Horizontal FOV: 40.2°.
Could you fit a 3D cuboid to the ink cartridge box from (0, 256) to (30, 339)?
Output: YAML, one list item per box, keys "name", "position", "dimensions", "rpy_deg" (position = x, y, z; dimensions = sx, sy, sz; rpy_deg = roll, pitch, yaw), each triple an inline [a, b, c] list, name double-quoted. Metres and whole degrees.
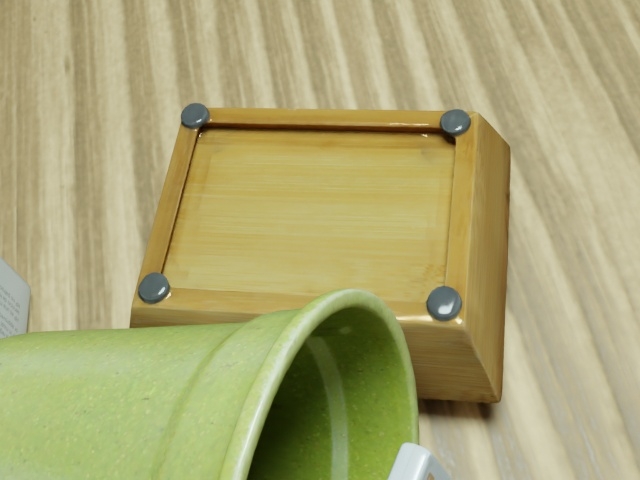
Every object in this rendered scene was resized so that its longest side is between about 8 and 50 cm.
- name: "ink cartridge box"
  position: [-0.336, 0.151, 0.557]
  dimensions: [0.166, 0.285, 0.395]
  rpy_deg: [-9, 58, 6]

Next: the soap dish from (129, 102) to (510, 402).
- name: "soap dish"
  position: [0.000, 0.000, 0.689]
  dimensions: [0.291, 0.118, 0.229]
  rpy_deg: [2, 60, 12]

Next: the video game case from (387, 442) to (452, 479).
- name: "video game case"
  position: [0.048, 0.238, 0.507]
  dimensions: [0.022, 0.173, 0.190]
  rpy_deg: [10, 60, 33]

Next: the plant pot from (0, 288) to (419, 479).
- name: "plant pot"
  position: [-0.100, 0.157, 0.550]
  dimensions: [0.254, 0.276, 0.276]
  rpy_deg: [4, 59, 25]
